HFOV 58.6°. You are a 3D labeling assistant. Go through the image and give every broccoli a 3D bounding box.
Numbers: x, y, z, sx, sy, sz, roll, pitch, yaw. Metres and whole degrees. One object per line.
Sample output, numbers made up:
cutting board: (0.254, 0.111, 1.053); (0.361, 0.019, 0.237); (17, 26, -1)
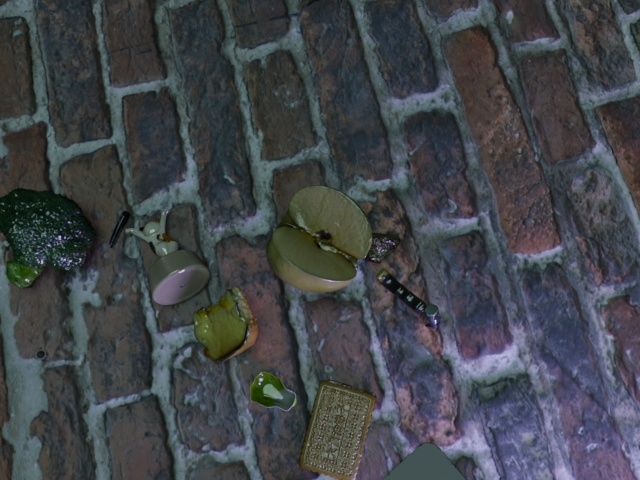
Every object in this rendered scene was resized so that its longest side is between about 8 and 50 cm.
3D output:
broccoli: (-0.810, -0.012, 1.632); (0.297, 0.297, 0.297); (46, 109, 8)

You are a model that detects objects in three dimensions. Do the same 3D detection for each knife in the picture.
knife: (-0.614, -0.034, 1.732); (0.018, 0.031, 0.121); (24, 85, 5)

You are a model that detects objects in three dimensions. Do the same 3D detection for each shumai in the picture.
shumai: (0.175, 0.024, 1.695); (0.123, 0.099, 0.087); (4, 95, 3)

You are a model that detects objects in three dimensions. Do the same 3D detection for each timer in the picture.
timer: (-0.456, 0.034, 1.673); (0.175, 0.175, 0.266); (-31, 64, -6)

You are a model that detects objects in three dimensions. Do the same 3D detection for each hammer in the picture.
hammer: (0.258, 0.169, 1.651); (0.226, 0.159, 0.041); (39, 79, 27)

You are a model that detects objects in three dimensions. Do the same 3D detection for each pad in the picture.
pad: (0.364, 0.752, 1.575); (0.315, 0.063, 0.375); (-39, 71, -7)

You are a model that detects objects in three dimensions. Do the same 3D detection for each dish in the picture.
dish: (-0.133, 0.437, 1.630); (0.137, 0.039, 0.091); (26, 75, 4)

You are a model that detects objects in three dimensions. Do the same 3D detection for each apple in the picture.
apple: (-0.007, 0.010, 1.620); (0.257, 0.233, 0.295); (28, 72, -4)

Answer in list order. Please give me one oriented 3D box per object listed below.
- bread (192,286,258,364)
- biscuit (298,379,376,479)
bread: (-0.247, 0.234, 1.628); (0.133, 0.251, 0.174); (-15, 73, -48)
biscuit: (0.050, 0.535, 1.615); (0.172, 0.029, 0.255); (15, 78, 3)
